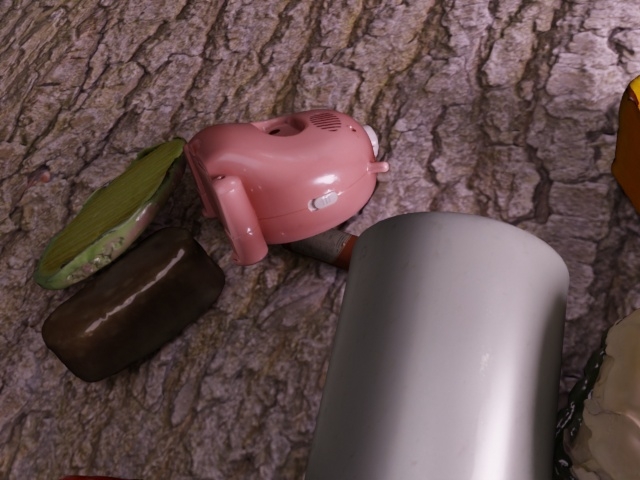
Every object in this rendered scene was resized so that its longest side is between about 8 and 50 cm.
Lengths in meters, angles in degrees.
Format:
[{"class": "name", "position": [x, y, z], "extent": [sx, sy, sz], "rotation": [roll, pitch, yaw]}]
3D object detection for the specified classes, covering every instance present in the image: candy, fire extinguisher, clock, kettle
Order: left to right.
[{"class": "candy", "position": [-0.245, 0.084, 0.821], "extent": [0.234, 0.104, 0.102], "rotation": [-40, 47, -7]}, {"class": "clock", "position": [-0.040, -0.100, 0.798], "extent": [0.241, 0.142, 0.227], "rotation": [-21, 28, -13]}, {"class": "fire extinguisher", "position": [0.000, 0.000, 0.805], "extent": [0.177, 0.050, 0.062], "rotation": [19, 56, 31]}, {"class": "kettle", "position": [0.073, 0.162, 0.543], "extent": [0.265, 0.205, 0.318], "rotation": [-5, 57, 32]}]

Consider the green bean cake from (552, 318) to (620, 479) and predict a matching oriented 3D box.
[{"class": "green bean cake", "position": [0.302, 0.182, 0.532], "extent": [0.183, 0.094, 0.185], "rotation": [29, 77, 34]}]

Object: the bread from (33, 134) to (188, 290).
[{"class": "bread", "position": [-0.302, -0.045, 0.914], "extent": [0.301, 0.045, 0.301], "rotation": [-30, 30, 19]}]

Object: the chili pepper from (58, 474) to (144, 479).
[{"class": "chili pepper", "position": [-0.251, 0.302, 0.700], "extent": [0.123, 0.073, 0.070], "rotation": [-2, 15, 20]}]

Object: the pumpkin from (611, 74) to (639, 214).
[{"class": "pumpkin", "position": [0.365, -0.054, 0.629], "extent": [0.190, 0.139, 0.280], "rotation": [33, 72, 32]}]

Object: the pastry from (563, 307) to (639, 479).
[{"class": "pastry", "position": [0.307, 0.142, 0.416], "extent": [0.265, 0.133, 0.264], "rotation": [-13, 57, 21]}]
